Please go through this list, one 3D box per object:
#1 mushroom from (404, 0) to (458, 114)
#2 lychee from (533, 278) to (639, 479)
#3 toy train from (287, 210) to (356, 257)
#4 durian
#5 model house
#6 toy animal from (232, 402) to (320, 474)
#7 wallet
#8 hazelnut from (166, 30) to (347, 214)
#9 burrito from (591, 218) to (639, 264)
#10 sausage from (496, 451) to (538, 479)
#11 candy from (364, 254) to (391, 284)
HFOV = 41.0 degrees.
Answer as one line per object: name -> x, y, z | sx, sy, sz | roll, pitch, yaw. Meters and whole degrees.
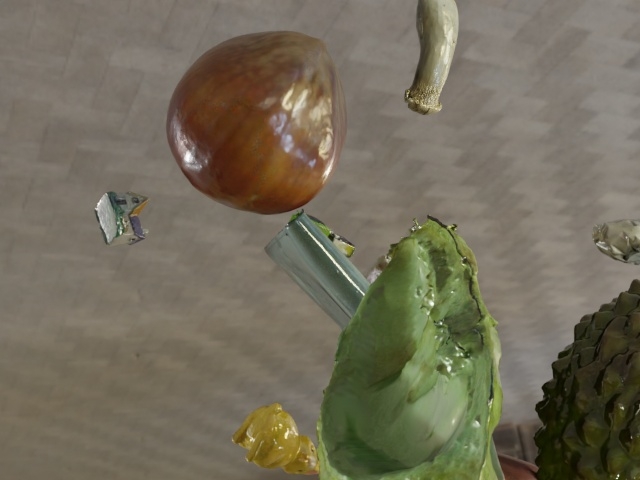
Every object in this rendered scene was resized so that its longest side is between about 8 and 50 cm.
mushroom -> 0.205, -0.341, 1.575 | 0.092, 0.223, 0.081 | 2, 174, 41
lychee -> 0.306, 0.156, 0.653 | 0.320, 0.270, 0.270 | -12, 155, -12
toy train -> 0.000, 0.000, 1.876 | 0.202, 0.060, 0.081 | 25, 100, -46
durian -> 0.075, 0.114, 0.751 | 0.163, 0.394, 0.198 | 0, 125, 4
model house -> -0.419, -0.048, 1.855 | 0.100, 0.101, 0.088 | -5, 154, -39
toy animal -> -0.038, 0.285, 1.174 | 0.083, 0.070, 0.159 | -50, 127, -1
wallet -> 0.021, 0.074, 1.321 | 0.054, 0.251, 0.290 | -43, -177, -10
hazelnut -> -0.104, -0.239, 1.692 | 0.359, 0.409, 0.359 | 7, 127, 9
burrito -> 0.736, -0.001, 2.025 | 0.139, 0.101, 0.445 | 5, -175, 26
sausage -> 0.201, 0.355, 1.315 | 0.330, 0.102, 0.102 | 6, 165, 37
candy -> 0.183, 0.140, 1.966 | 0.184, 0.137, 0.195 | 8, 133, -33
